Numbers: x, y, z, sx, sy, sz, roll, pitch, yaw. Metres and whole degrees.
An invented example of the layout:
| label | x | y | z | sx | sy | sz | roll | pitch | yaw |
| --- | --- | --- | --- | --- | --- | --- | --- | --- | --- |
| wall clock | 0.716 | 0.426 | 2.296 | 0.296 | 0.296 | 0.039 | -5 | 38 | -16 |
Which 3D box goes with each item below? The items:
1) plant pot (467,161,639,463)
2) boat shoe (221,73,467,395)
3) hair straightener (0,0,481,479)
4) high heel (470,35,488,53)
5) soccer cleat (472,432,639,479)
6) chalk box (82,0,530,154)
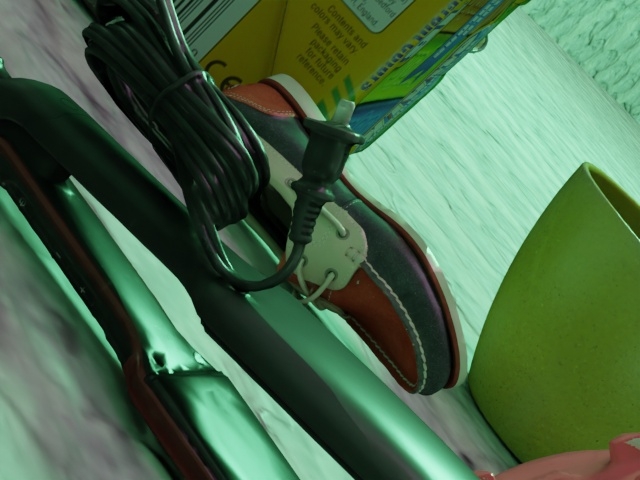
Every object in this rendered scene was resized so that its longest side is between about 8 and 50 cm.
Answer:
| label | x | y | z | sx | sy | sz | roll | pitch | yaw |
| --- | --- | --- | --- | --- | --- | --- | --- | --- | --- |
| plant pot | 0.116 | 0.049 | 0.662 | 0.134 | 0.095 | 0.134 | 44 | 14 | -14 |
| boat shoe | 0.000 | 0.000 | 0.563 | 0.043 | 0.049 | 0.137 | -21 | 64 | -30 |
| hair straightener | -0.021 | -0.006 | 0.402 | 0.230 | 0.089 | 0.047 | 53 | 18 | 24 |
| high heel | 0.081 | -0.204 | 1.281 | 0.186 | 0.093 | 0.261 | 38 | 6 | -12 |
| soccer cleat | 0.077 | 0.126 | 0.396 | 0.248 | 0.083 | 0.095 | -101 | 176 | -75 |
| chalk box | 0.008 | -0.156 | 0.737 | 0.180 | 0.179 | 0.289 | 48 | 13 | 2 |
